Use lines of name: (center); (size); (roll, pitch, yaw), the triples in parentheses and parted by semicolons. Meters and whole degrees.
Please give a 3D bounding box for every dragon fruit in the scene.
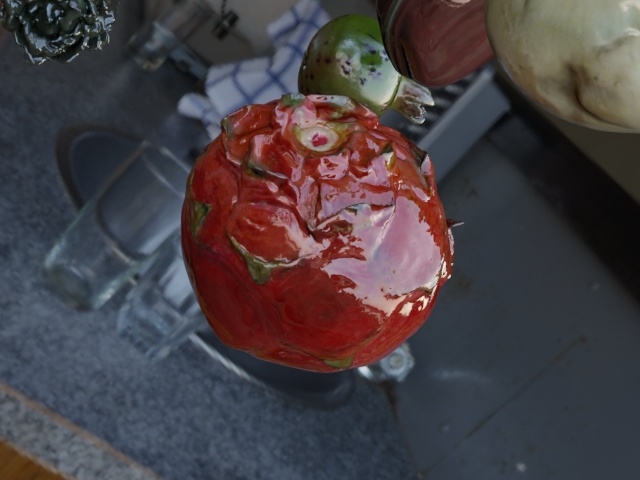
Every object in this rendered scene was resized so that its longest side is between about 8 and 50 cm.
dragon fruit: (-0.005, -0.004, 0.784); (0.241, 0.252, 0.240); (10, 69, -26)

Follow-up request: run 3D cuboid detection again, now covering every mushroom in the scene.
mushroom: (0.309, -0.271, 0.855); (0.315, 0.355, 0.315); (9, 7, -1)

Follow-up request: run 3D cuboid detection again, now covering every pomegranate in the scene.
pomegranate: (0.062, -0.248, 1.465); (0.211, 0.179, 0.179); (24, 24, -42)

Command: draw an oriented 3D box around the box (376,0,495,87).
box: (0.251, -0.352, 1.199); (0.108, 0.404, 0.263); (55, 2, 18)

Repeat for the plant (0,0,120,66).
plant: (-0.228, -0.212, 0.850); (0.092, 0.094, 0.143); (5, 28, 4)
